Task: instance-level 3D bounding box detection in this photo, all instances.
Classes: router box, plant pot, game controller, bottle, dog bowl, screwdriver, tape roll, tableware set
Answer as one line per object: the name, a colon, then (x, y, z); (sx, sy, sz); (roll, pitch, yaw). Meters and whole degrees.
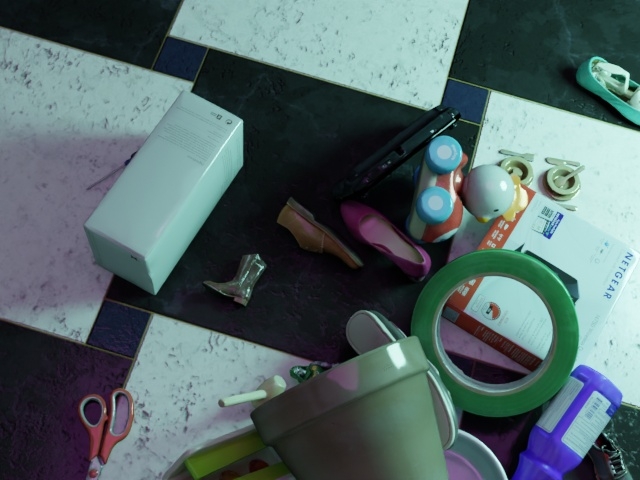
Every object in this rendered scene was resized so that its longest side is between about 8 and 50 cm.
router box: (0.460, 0.090, 1.989); (0.301, 0.082, 0.335); (31, 67, 9)
plant pot: (0.082, 0.355, 1.623); (0.323, 0.323, 0.281); (-23, 77, -15)
game controller: (0.161, -0.183, 2.048); (0.319, 0.166, 0.067); (-38, 91, -20)
bottle: (0.460, 0.378, 1.819); (0.283, 0.118, 0.092); (-54, 39, -4)
dog bowl: (0.214, 0.487, 1.771); (0.264, 0.104, 0.265); (2, 64, -4)
screwdriver: (-0.433, -0.155, 2.060); (0.170, 0.024, 0.025); (-39, 45, -18)
tape roll: (0.338, 0.177, 1.855); (0.321, 0.077, 0.322); (1, 94, 13)
tableware set: (0.489, -0.144, 2.124); (0.194, 0.039, 0.128); (10, 65, 0)

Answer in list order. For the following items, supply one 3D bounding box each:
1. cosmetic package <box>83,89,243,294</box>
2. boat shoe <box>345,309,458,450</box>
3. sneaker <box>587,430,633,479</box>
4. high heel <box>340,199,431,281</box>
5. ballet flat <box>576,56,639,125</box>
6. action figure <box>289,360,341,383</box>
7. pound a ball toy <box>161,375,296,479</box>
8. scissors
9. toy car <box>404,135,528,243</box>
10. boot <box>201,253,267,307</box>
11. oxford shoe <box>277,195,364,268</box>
cosmetic package: (-0.309, -0.097, 1.948); (0.155, 0.197, 0.366); (29, 65, 8)
boat shoe: (0.173, 0.257, 1.806); (0.095, 0.112, 0.335); (12, 32, -46)
sneaker: (0.562, 0.431, 1.849); (0.061, 0.065, 0.158); (-27, 70, -16)
high heel: (0.132, -0.011, 1.985); (0.082, 0.117, 0.244); (-38, 75, -10)
ballet flat: (0.709, -0.345, 2.210); (0.247, 0.087, 0.083); (35, 67, 11)
action figure: (0.051, 0.286, 1.872); (0.232, 0.063, 0.137); (13, 53, -3)
pound a ball toy: (-0.150, 0.389, 1.729); (0.319, 0.136, 0.208); (-9, 55, -53)
scissors: (-0.412, 0.422, 1.792); (0.108, 0.021, 0.297); (2, 64, -6)
toy car: (0.311, -0.084, 1.964); (0.237, 0.219, 0.210); (11, 77, 1)
boot: (-0.176, 0.068, 1.968); (0.106, 0.037, 0.114); (27, 68, -7)
oxford shoe: (0.000, 0.000, 2.010); (0.212, 0.076, 0.076); (38, 98, 10)
